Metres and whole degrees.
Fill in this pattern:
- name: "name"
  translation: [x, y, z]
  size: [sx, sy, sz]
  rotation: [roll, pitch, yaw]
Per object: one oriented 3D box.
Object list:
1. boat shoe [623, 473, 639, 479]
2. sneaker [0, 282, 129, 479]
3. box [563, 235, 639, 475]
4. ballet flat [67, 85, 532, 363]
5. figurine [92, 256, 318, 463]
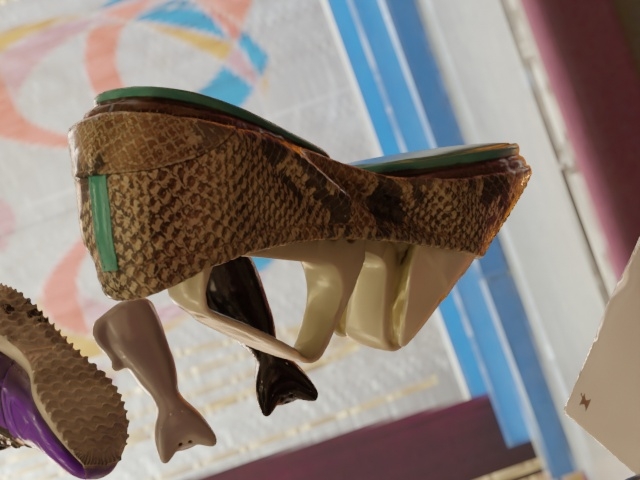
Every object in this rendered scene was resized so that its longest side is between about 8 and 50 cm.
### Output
- name: "boat shoe"
  translation: [0.127, 0.276, 0.855]
  size: [0.112, 0.335, 0.095]
  rotation: [21, 169, 33]
- name: "sneaker"
  translation: [-0.314, 0.181, 1.705]
  size: [0.102, 0.146, 0.293]
  rotation: [-1, -144, -44]
- name: "box"
  translation: [0.414, 0.111, 1.315]
  size: [0.168, 0.345, 0.215]
  rotation: [43, 116, 55]
- name: "ballet flat"
  translation: [0.000, 0.000, 1.174]
  size: [0.483, 0.164, 0.182]
  rotation: [3, -96, -53]
- name: "figurine"
  translation: [-0.136, 0.145, 1.873]
  size: [0.209, 0.215, 0.092]
  rotation: [60, 169, 28]
